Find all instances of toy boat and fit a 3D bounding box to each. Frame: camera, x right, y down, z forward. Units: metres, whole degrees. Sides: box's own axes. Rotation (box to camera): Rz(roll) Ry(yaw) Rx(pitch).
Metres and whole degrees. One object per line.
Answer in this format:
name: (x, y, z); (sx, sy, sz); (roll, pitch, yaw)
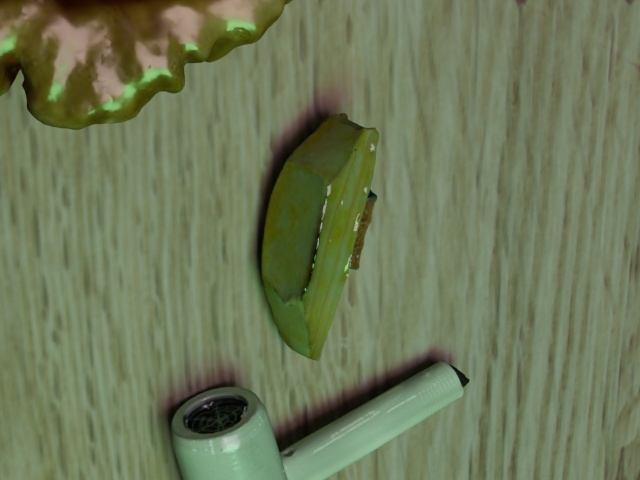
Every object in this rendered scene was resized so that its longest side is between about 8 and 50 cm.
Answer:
toy boat: (0.000, 0.000, 0.911); (0.066, 0.065, 0.172); (-5, 115, -49)

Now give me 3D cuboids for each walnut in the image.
walnut: (-0.150, -0.176, 0.668); (0.269, 0.222, 0.244); (-11, 102, -10)

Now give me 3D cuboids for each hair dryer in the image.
hair dryer: (0.012, 0.139, 0.968); (0.236, 0.073, 0.131); (-24, 118, -23)
